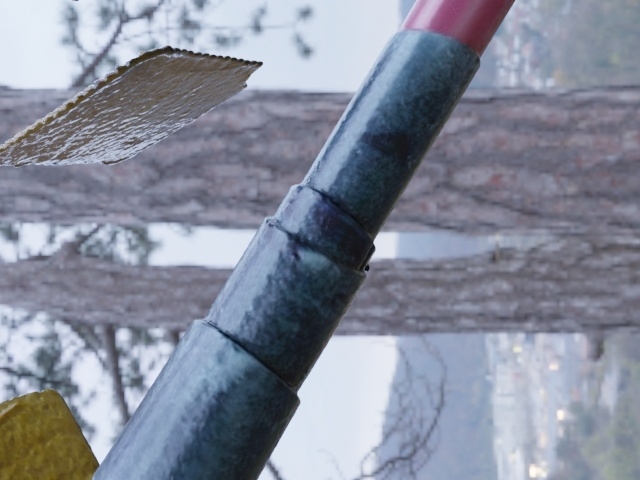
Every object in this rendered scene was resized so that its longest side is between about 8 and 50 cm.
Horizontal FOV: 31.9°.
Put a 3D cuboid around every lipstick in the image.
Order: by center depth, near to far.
[{"bbox_3d":[0.000,0.000,0.396,0.234,0.053,0.053,-59,0,6],"label":"lipstick"}]

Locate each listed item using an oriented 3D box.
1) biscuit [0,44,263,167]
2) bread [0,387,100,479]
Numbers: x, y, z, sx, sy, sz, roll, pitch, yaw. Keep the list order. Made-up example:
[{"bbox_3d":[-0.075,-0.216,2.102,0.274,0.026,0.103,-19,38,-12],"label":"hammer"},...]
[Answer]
[{"bbox_3d":[-0.184,-0.128,1.119,0.232,0.237,0.013,-8,-107,-63],"label":"biscuit"},{"bbox_3d":[-0.239,0.273,0.884,0.275,0.184,0.114,57,135,17],"label":"bread"}]
